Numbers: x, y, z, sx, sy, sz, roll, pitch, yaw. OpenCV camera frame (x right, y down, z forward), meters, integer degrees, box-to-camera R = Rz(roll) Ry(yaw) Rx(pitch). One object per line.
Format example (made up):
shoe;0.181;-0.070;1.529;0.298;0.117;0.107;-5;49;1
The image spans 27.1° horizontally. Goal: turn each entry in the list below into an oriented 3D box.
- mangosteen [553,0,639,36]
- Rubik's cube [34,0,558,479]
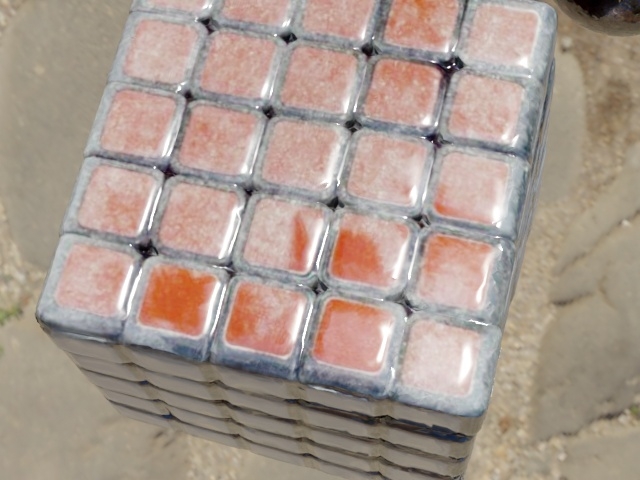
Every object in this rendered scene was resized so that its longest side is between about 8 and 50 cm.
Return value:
mangosteen;0.182;-0.194;0.824;0.140;0.140;0.140;-14;121;-25
Rubik's cube;0.000;0.000;0.775;0.237;0.238;0.237;78;26;-67
